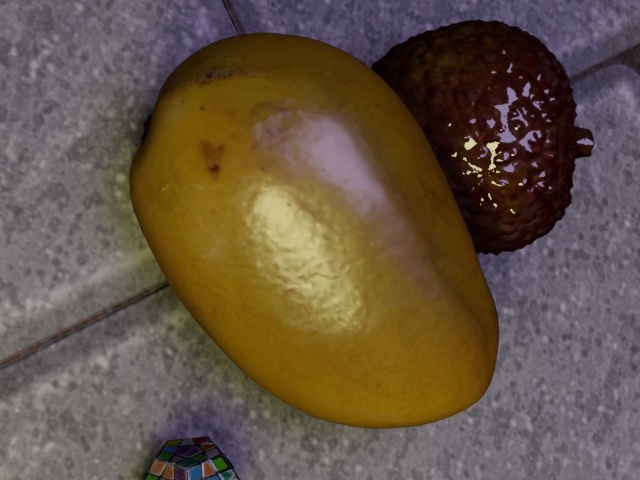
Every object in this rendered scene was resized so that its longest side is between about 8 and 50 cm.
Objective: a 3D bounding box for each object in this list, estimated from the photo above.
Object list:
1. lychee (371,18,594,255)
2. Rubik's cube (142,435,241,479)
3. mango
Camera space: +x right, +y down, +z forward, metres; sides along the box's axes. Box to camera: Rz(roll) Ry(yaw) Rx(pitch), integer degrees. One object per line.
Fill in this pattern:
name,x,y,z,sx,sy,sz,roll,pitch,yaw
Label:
lychee,0.161,-0.113,2.022,0.260,0.260,0.261,7,75,-28
Rubik's cube,-0.126,0.246,1.856,0.111,0.111,0.093,23,43,-23
mango,0.000,0.000,1.882,0.300,0.232,0.446,-38,98,11
